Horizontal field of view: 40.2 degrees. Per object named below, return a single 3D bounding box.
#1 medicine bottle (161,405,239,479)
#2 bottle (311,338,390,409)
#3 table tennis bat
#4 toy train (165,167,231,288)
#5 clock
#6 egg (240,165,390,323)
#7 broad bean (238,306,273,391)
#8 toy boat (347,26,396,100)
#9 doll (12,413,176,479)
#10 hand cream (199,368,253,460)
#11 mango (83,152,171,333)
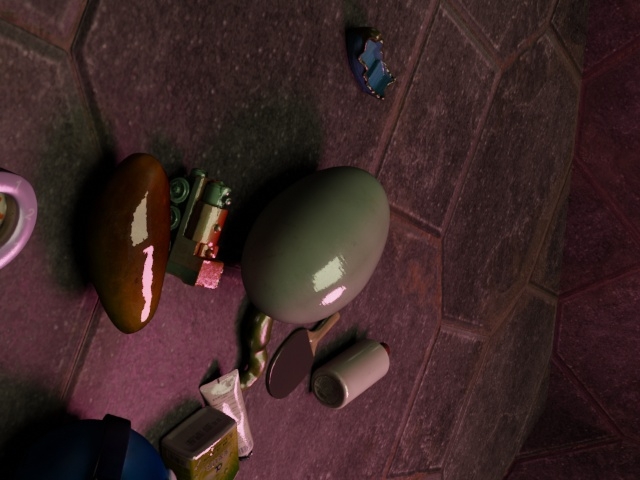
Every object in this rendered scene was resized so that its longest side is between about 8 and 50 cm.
[{"bbox_3d":[-0.218,0.420,1.616,0.132,0.088,0.188,-35,135,-45],"label":"medicine bottle"},{"bbox_3d":[0.085,0.298,2.036,0.245,0.104,0.104,-26,129,-50],"label":"bottle"},{"bbox_3d":[-0.035,0.237,1.881,0.246,0.022,0.138,-47,143,-33],"label":"table tennis bat"},{"bbox_3d":[-0.194,-0.021,1.364,0.074,0.118,0.176,16,95,-63],"label":"toy train"},{"bbox_3d":[-0.433,-0.024,1.017,0.172,0.064,0.198,-65,150,-9],"label":"clock"},{"bbox_3d":[0.000,0.000,1.588,0.371,0.230,0.230,-49,145,-42],"label":"egg"},{"bbox_3d":[-0.122,0.192,1.680,0.070,0.048,0.214,-3,112,-58],"label":"broad bean"},{"bbox_3d":[0.105,-0.353,1.706,0.075,0.077,0.185,-58,148,-19],"label":"toy boat"},{"bbox_3d":[-0.340,0.406,1.271,0.284,0.240,0.310,-105,-141,-69],"label":"doll"},{"bbox_3d":[-0.172,0.342,1.689,0.080,0.050,0.234,-26,131,-19],"label":"hand cream"},{"bbox_3d":[-0.276,0.005,1.249,0.133,0.111,0.268,-41,141,-66],"label":"mango"}]
